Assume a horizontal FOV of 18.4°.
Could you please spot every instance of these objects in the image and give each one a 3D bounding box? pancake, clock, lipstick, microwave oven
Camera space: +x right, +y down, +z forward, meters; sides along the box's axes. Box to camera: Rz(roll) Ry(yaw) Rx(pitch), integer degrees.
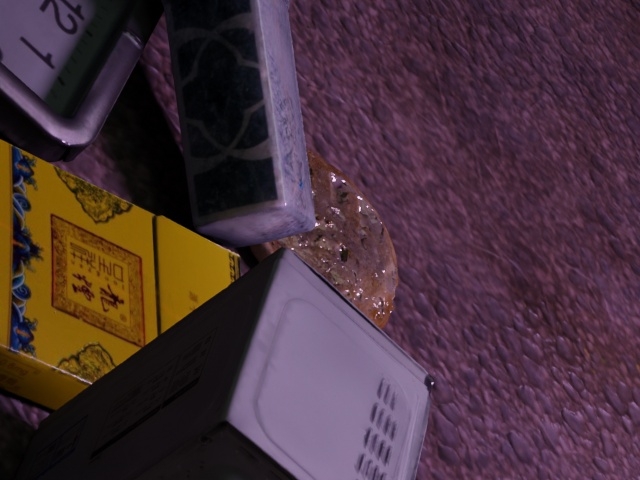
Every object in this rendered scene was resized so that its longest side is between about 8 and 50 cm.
[{"bbox_3d":[0.001,0.000,1.380,0.152,0.025,0.151,33,37,-30],"label":"pancake"},{"bbox_3d":[-0.224,-0.204,1.258,0.279,0.049,0.273,44,34,-17],"label":"clock"},{"bbox_3d":[-0.060,-0.139,1.316,0.076,0.077,0.289,34,46,-70],"label":"lipstick"},{"bbox_3d":[-0.059,0.131,1.011,0.122,0.208,0.162,42,34,-19],"label":"microwave oven"}]

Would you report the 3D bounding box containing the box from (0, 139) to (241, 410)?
[{"bbox_3d":[-0.157,0.025,1.145,0.279,0.041,0.153,27,40,-35],"label":"box"}]
